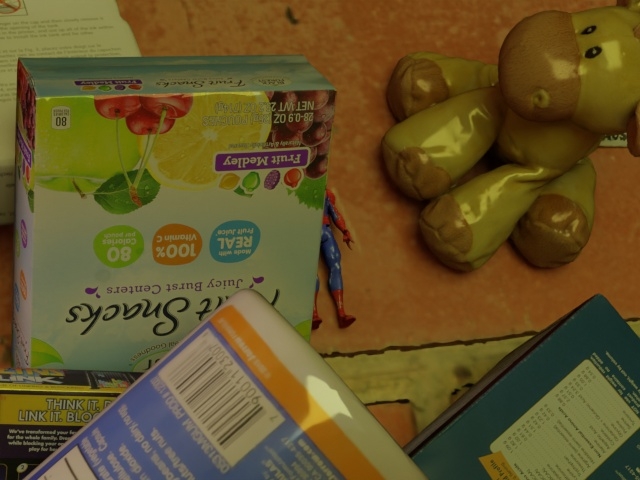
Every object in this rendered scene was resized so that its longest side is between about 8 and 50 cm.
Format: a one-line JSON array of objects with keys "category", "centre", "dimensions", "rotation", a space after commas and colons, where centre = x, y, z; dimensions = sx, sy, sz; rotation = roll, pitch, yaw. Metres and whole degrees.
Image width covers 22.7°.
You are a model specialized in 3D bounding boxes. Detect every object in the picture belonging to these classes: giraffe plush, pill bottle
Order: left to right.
[{"category": "pill bottle", "centre": [-0.088, 0.165, 0.818], "dimensions": [0.272, 0.152, 0.152], "rotation": [-42, 86, -4]}, {"category": "giraffe plush", "centre": [0.161, -0.090, 1.062], "dimensions": [0.210, 0.170, 0.181], "rotation": [-20, 77, -24]}]

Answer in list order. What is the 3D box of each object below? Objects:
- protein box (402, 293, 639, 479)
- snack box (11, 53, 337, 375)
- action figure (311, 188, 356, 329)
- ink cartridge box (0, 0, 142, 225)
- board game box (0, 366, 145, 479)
[{"category": "protein box", "centre": [0.141, 0.182, 0.969], "dimensions": [0.201, 0.136, 0.200], "rotation": [-37, 85, -26]}, {"category": "snack box", "centre": [-0.090, -0.002, 0.936], "dimensions": [0.174, 0.207, 0.070], "rotation": [-4, 28, -19]}, {"category": "action figure", "centre": [0.000, 0.000, 1.055], "dimensions": [0.038, 0.030, 0.115], "rotation": [-5, 69, -15]}, {"category": "ink cartridge box", "centre": [-0.254, -0.108, 0.998], "dimensions": [0.275, 0.060, 0.239], "rotation": [-6, 47, -20]}, {"category": "board game box", "centre": [-0.156, 0.145, 0.901], "dimensions": [0.170, 0.048, 0.141], "rotation": [4, 99, -17]}]
